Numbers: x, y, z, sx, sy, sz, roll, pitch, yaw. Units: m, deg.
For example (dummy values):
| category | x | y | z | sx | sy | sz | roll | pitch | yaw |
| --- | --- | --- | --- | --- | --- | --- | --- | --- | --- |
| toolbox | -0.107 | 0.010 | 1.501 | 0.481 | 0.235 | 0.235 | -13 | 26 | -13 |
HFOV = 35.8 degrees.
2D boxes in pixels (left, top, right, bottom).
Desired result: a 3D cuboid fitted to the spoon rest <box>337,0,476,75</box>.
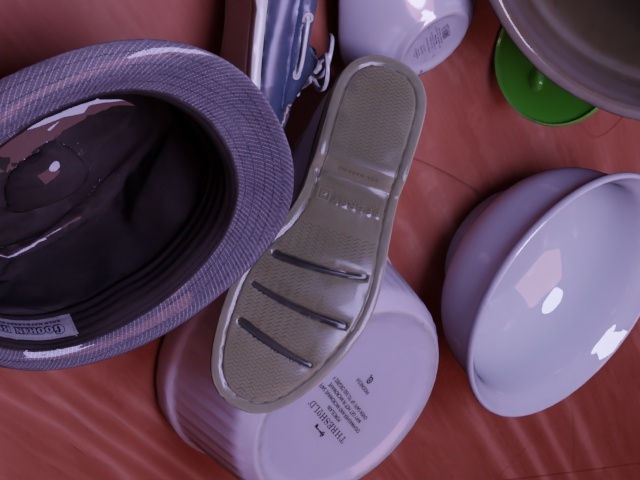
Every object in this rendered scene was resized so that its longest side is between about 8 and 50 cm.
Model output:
| category | x | y | z | sx | sy | sz | roll | pitch | yaw |
| --- | --- | --- | --- | --- | --- | --- | --- | --- | --- |
| spoon rest | 0.064 | -0.216 | 0.790 | 0.137 | 0.084 | 0.276 | -35 | 159 | -4 |

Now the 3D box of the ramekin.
| category | x | y | z | sx | sy | sz | roll | pitch | yaw |
| --- | --- | --- | --- | --- | --- | --- | --- | --- | --- |
| ramekin | -0.007 | 0.123 | 0.946 | 0.273 | 0.127 | 0.272 | -22 | 130 | -29 |

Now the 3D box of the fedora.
| category | x | y | z | sx | sy | sz | roll | pitch | yaw |
| --- | --- | --- | --- | --- | --- | --- | --- | --- | --- |
| fedora | -0.169 | -0.038 | 0.696 | 0.275 | 0.124 | 0.243 | -38 | 135 | -2 |

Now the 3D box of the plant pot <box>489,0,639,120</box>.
| category | x | y | z | sx | sy | sz | roll | pitch | yaw |
| --- | --- | --- | --- | --- | --- | --- | --- | --- | --- |
| plant pot | 0.314 | -0.298 | 0.801 | 0.280 | 0.323 | 0.323 | -54 | 150 | -49 |

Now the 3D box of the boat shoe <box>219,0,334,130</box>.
| category | x | y | z | sx | sy | sz | roll | pitch | yaw |
| --- | --- | --- | --- | --- | --- | --- | --- | --- | --- |
| boat shoe | -0.035 | -0.151 | 0.763 | 0.079 | 0.095 | 0.254 | -6 | 113 | -25 |

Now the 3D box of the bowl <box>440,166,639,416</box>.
| category | x | y | z | sx | sy | sz | roll | pitch | yaw |
| --- | --- | --- | --- | --- | --- | --- | --- | --- | --- |
| bowl | 0.232 | 0.035 | 1.086 | 0.298 | 0.134 | 0.297 | -22 | 129 | -29 |

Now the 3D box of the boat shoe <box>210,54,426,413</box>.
| category | x | y | z | sx | sy | sz | roll | pitch | yaw |
| --- | --- | --- | --- | --- | --- | --- | --- | --- | --- |
| boat shoe | 0.000 | 0.000 | 0.814 | 0.113 | 0.103 | 0.302 | 27 | 80 | -6 |

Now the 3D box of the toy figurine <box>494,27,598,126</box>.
| category | x | y | z | sx | sy | sz | roll | pitch | yaw |
| --- | --- | --- | --- | --- | --- | --- | --- | --- | --- |
| toy figurine | 0.268 | -0.205 | 0.994 | 0.159 | 0.130 | 0.173 | -13 | 102 | -51 |
